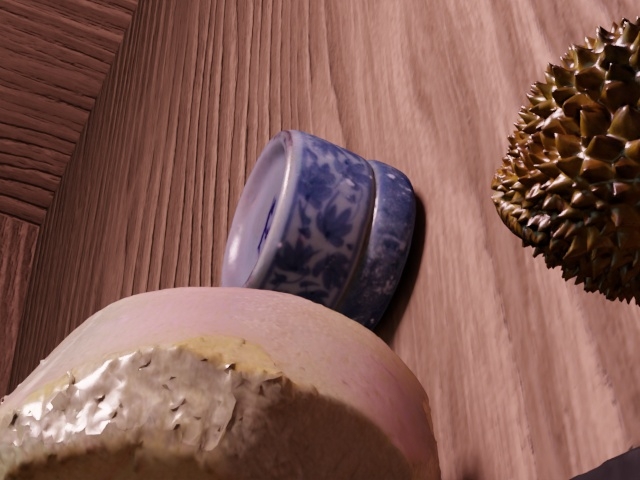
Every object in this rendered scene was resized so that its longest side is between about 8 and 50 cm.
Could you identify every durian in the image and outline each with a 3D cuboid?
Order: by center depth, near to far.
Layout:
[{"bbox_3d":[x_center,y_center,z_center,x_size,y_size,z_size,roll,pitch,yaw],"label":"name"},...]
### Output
[{"bbox_3d":[0.154,-0.029,0.604,0.158,0.168,0.137,100,170,-86],"label":"durian"}]

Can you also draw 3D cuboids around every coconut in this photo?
[{"bbox_3d":[-0.069,0.175,0.824,0.309,0.297,0.298,-58,-10,-79],"label":"coconut"}]

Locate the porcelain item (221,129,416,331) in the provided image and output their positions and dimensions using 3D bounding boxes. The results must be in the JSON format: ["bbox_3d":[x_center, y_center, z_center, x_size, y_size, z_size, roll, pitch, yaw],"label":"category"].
[{"bbox_3d":[0.000,0.000,1.115,0.147,0.114,0.147,-161,90,-75],"label":"porcelain item"}]

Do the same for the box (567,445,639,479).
[{"bbox_3d":[0.123,0.241,0.506,0.359,0.091,0.350,135,148,-56],"label":"box"}]
